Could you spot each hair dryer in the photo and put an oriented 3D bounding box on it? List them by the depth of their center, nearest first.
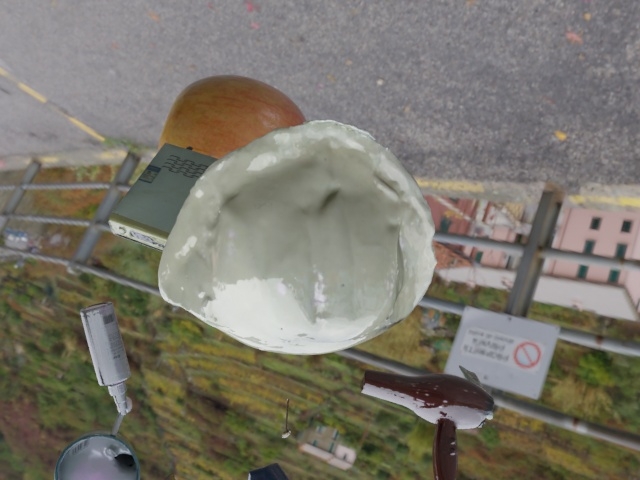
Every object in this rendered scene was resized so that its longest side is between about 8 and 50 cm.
[{"bbox_3d":[0.237,0.454,1.557,0.312,0.341,0.123,9,141,0],"label":"hair dryer"}]

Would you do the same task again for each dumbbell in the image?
[{"bbox_3d":[-0.239,0.781,2.087,0.144,0.160,0.324,10,-177,39],"label":"dumbbell"}]

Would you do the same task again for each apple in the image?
[{"bbox_3d":[-0.205,-0.206,1.591,0.363,0.364,0.364,21,162,7],"label":"apple"}]

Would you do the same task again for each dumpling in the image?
[{"bbox_3d":[0.000,0.000,0.920,0.394,0.316,0.233,12,-162,-22],"label":"dumpling"}]

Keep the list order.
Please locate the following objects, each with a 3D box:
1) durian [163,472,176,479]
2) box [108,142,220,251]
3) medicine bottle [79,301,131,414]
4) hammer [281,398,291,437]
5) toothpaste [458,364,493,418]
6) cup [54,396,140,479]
[{"bbox_3d":[-0.419,0.717,1.816,0.108,0.119,0.186,10,-171,26],"label":"durian"},{"bbox_3d":[-0.180,-0.053,1.125,0.270,0.211,0.045,17,145,13],"label":"box"},{"bbox_3d":[-0.364,0.208,1.187,0.057,0.199,0.057,-12,-172,2],"label":"medicine bottle"},{"bbox_3d":[-0.080,0.423,1.644,0.014,0.029,0.123,42,-160,-21],"label":"hammer"},{"bbox_3d":[0.485,0.467,2.124,0.067,0.037,0.255,26,-162,-14],"label":"toothpaste"},{"bbox_3d":[-0.469,0.478,1.461,0.167,0.300,0.173,23,169,-12],"label":"cup"}]
